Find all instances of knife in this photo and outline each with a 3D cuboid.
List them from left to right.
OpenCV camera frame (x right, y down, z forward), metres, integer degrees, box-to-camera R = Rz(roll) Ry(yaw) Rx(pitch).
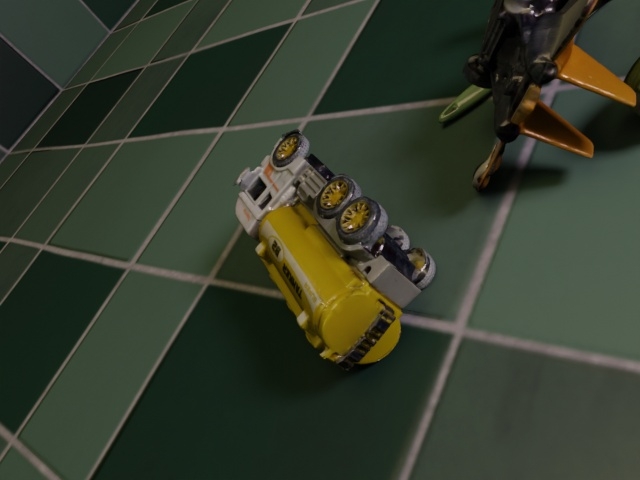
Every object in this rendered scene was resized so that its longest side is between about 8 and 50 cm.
[{"bbox_3d":[0.200,-0.180,0.538,0.207,0.014,0.030,-39,39,5],"label":"knife"}]

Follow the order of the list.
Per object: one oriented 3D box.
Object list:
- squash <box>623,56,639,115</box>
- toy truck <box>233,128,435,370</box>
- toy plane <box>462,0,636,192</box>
[{"bbox_3d":[0.316,-0.173,0.393,0.229,0.066,0.066,-42,38,4],"label":"squash"},{"bbox_3d":[0.000,0.000,0.481,0.114,0.098,0.227,-46,39,6],"label":"toy truck"},{"bbox_3d":[0.190,-0.205,0.477,0.102,0.204,0.316,16,52,-2],"label":"toy plane"}]
